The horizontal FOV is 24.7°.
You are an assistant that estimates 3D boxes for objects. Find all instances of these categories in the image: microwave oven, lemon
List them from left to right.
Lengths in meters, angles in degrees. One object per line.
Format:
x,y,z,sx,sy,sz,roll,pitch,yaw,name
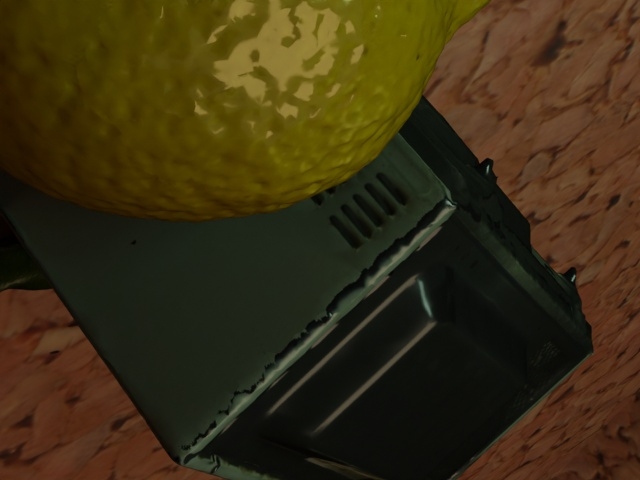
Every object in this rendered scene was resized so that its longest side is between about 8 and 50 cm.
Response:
-0.057,-0.118,0.630,0.254,0.228,0.228,16,131,-16,lemon
0.000,0.000,0.897,0.218,0.286,0.355,-43,153,5,microwave oven

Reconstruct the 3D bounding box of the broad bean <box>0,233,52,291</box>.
-0.229,0.014,0.866,0.256,0.052,0.052,0,93,-53,broad bean
